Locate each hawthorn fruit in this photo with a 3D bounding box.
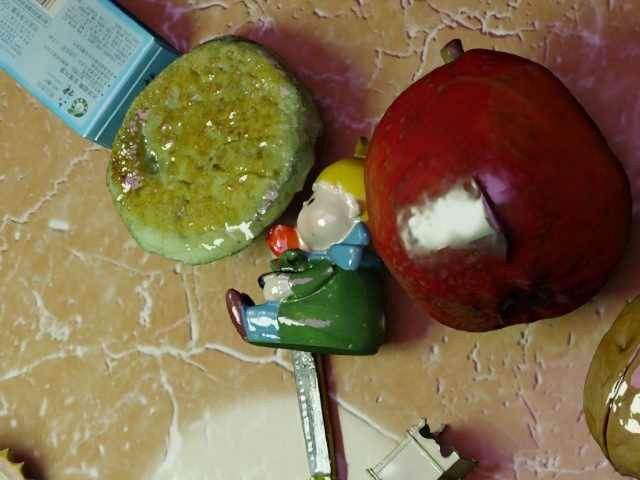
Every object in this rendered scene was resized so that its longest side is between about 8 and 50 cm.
[{"bbox_3d":[0.165,-0.063,1.789,0.265,0.265,0.307,-28,62,16],"label":"hawthorn fruit"}]

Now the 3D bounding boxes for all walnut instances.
[{"bbox_3d":[0.340,0.136,1.721,0.167,0.167,0.207,32,91,25],"label":"walnut"}]

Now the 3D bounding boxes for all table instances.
[{"bbox_3d":[0.104,0.232,1.847,0.083,0.079,0.062,-46,68,7],"label":"table"}]

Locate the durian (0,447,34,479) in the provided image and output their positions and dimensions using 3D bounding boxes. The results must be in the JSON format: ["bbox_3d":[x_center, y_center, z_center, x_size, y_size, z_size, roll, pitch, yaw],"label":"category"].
[{"bbox_3d":[-0.410,0.299,2.027,0.165,0.132,0.182,-30,90,32],"label":"durian"}]

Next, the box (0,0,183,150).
[{"bbox_3d":[-0.291,-0.230,2.111,0.232,0.083,0.142,39,96,24],"label":"box"}]

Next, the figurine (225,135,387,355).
[{"bbox_3d":[0.001,0.002,1.912,0.185,0.127,0.234,3,83,23],"label":"figurine"}]

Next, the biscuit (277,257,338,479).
[{"bbox_3d":[-0.015,0.133,1.948,0.048,0.026,0.292,-14,74,24],"label":"biscuit"}]

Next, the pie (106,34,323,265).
[{"bbox_3d":[-0.115,-0.097,1.989,0.277,0.078,0.277,-12,65,27],"label":"pie"}]
